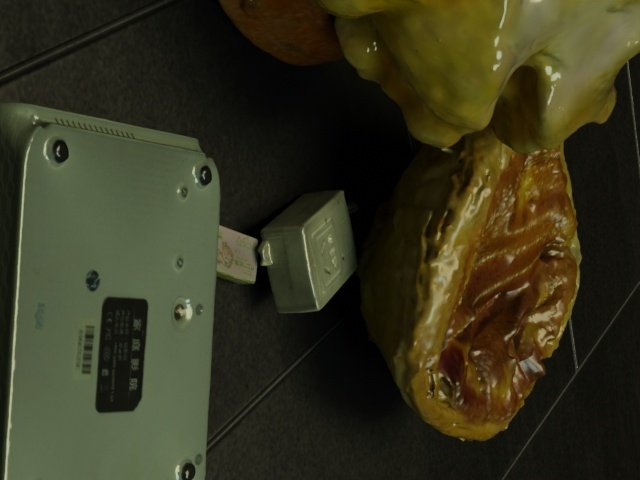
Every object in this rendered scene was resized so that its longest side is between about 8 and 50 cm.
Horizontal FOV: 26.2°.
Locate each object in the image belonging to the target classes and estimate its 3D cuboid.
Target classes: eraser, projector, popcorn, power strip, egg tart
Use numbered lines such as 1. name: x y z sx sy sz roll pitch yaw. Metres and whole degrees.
1. eraser: -0.078 0.009 1.062 0.083 0.019 0.038 21 71 -58
2. projector: -0.155 0.051 0.848 0.198 0.108 0.250 8 84 -60
3. popcorn: 0.141 -0.219 1.048 0.297 0.281 0.316 -47 133 -7
4. power strip: 0.000 0.000 1.159 0.175 0.042 0.075 -46 128 -62
5. egg tart: 0.132 0.009 1.270 0.351 0.153 0.339 -67 152 -25

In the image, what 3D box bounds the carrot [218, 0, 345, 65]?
1. carrot: 0.011 -0.272 1.130 0.307 0.100 0.258 10 86 -61
